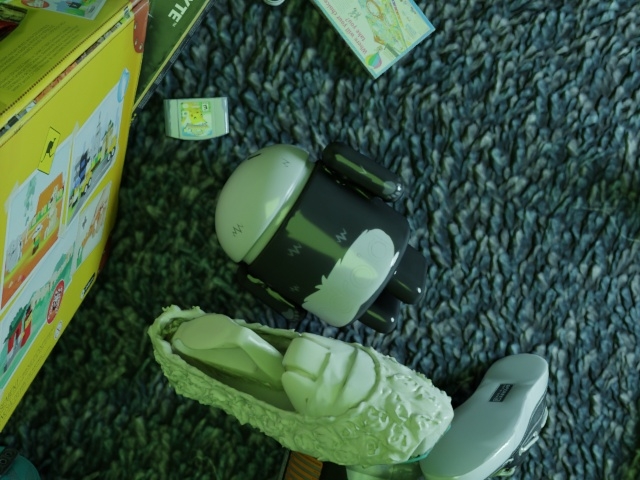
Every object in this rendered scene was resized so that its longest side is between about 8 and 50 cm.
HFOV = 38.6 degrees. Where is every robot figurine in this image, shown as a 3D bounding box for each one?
[{"bbox_3d":[0.001,-0.002,1.153,0.278,0.173,0.209,33,80,-8],"label":"robot figurine"}]

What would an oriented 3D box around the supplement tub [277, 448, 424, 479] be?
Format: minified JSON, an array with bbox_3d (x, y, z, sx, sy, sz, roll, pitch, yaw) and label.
[{"bbox_3d":[0.033,0.345,1.179,0.193,0.193,0.316,16,95,-7],"label":"supplement tub"}]

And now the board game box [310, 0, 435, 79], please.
[{"bbox_3d":[0.062,-0.304,1.197,0.103,0.026,0.154,-39,98,0],"label":"board game box"}]

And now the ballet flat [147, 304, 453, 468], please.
[{"bbox_3d":[-0.049,0.159,1.077,0.409,0.147,0.147,8,97,33],"label":"ballet flat"}]

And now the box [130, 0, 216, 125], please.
[{"bbox_3d":[-0.288,-0.304,1.140,0.257,0.079,0.322,35,92,-6],"label":"box"}]

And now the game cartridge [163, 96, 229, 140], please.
[{"bbox_3d":[-0.162,-0.159,1.197,0.083,0.017,0.056,-4,100,-5],"label":"game cartridge"}]

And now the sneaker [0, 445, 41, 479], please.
[{"bbox_3d":[-0.396,0.339,1.144,0.295,0.178,0.124,3,97,24],"label":"sneaker"}]

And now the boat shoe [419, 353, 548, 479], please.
[{"bbox_3d":[0.220,0.252,1.161,0.108,0.301,0.102,-2,108,31],"label":"boat shoe"}]

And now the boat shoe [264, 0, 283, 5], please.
[{"bbox_3d":[-0.052,-0.375,1.171,0.049,0.040,0.142,9,95,-6],"label":"boat shoe"}]

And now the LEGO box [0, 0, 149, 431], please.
[{"bbox_3d":[-0.349,-0.032,0.889,0.193,0.500,0.372,15,119,-1],"label":"LEGO box"}]
